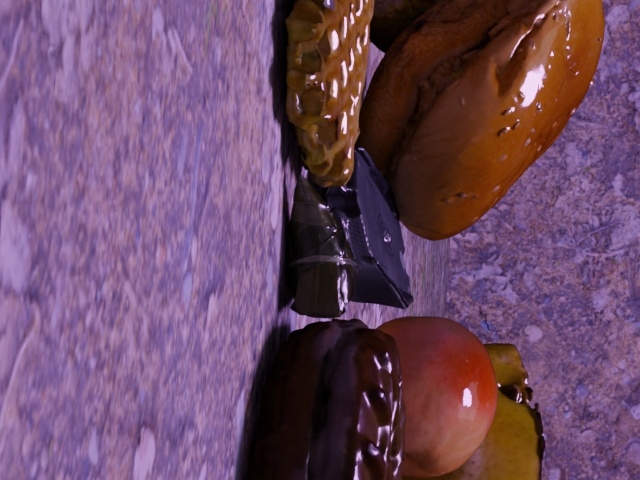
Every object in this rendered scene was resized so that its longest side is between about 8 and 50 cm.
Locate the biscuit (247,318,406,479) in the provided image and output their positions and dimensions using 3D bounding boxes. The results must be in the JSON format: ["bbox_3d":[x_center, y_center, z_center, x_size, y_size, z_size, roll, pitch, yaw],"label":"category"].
[{"bbox_3d":[0.007,0.226,1.287,0.332,0.103,0.332,3,90,-83],"label":"biscuit"}]

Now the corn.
[{"bbox_3d":[0.081,-0.238,1.646,0.260,0.091,0.091,12,65,-78],"label":"corn"}]

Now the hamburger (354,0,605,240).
[{"bbox_3d":[0.158,-0.146,1.595,0.290,0.170,0.314,-48,169,-27],"label":"hamburger"}]

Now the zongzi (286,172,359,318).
[{"bbox_3d":[0.000,0.000,1.322,0.109,0.055,0.119,-44,127,-82],"label":"zongzi"}]

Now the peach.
[{"bbox_3d":[0.111,0.176,1.775,0.184,0.184,0.184,4,90,-82],"label":"peach"}]

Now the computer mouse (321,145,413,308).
[{"bbox_3d":[0.030,-0.001,1.473,0.231,0.071,0.126,48,33,-67],"label":"computer mouse"}]

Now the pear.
[{"bbox_3d":[0.148,0.306,2.008,0.340,0.191,0.386,-94,-172,-51],"label":"pear"}]

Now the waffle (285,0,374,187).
[{"bbox_3d":[0.008,-0.174,1.294,0.245,0.052,0.254,74,22,-64],"label":"waffle"}]
